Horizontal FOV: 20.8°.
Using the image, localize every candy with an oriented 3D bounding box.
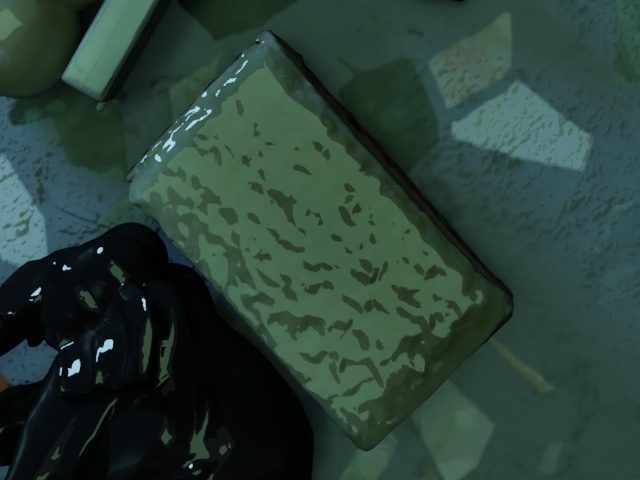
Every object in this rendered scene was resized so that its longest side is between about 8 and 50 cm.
[{"bbox_3d":[0.000,0.000,1.444,0.179,0.135,0.321,-41,89,7],"label":"candy"}]

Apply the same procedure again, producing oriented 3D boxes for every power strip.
[{"bbox_3d":[-0.108,-0.275,1.449,0.043,0.106,0.367,30,95,-4],"label":"power strip"}]

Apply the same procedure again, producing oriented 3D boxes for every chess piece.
[{"bbox_3d":[-0.219,-0.261,1.446,0.167,0.167,0.300,24,101,3],"label":"chess piece"}]

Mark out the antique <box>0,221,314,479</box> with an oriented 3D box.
[{"bbox_3d":[-0.156,0.151,1.448,0.322,0.185,0.255,41,103,1],"label":"antique"}]
